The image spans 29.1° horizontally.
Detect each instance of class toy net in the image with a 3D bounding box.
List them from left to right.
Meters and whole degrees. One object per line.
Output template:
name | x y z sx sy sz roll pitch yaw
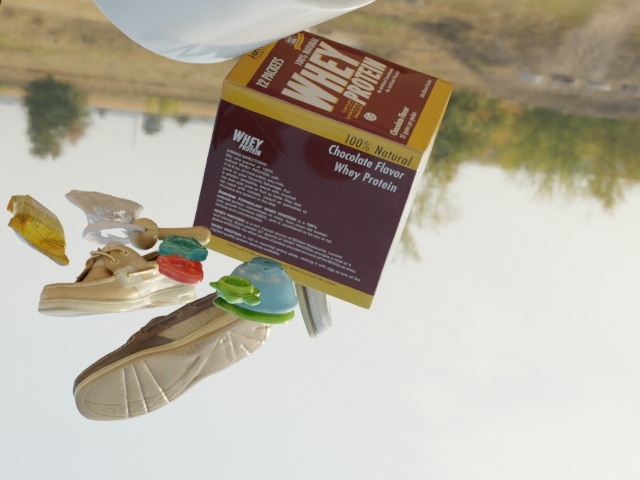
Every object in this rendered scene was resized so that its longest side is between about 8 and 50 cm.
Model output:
toy net | -0.133 0.016 1.046 0.232 0.045 0.122 21 -161 22

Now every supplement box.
supplement box | -0.001 -0.073 1.175 0.191 0.194 0.129 21 -141 5

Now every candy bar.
candy bar | -0.173 -0.009 0.752 0.040 0.018 0.161 36 177 -16

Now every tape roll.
tape roll | -0.064 -0.276 0.964 0.246 0.246 0.169 2 172 -42

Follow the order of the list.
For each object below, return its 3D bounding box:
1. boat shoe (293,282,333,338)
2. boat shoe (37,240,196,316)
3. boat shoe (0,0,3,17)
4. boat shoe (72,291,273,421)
boat shoe | 0.000 0.000 1.941 0.103 0.302 0.113 -8 168 -1
boat shoe | -0.169 0.030 1.021 0.063 0.059 0.170 -5 180 31
boat shoe | -0.373 -0.315 1.292 0.110 0.307 0.104 12 140 -2
boat shoe | -0.204 0.147 1.649 0.285 0.103 0.092 -26 -136 -17
